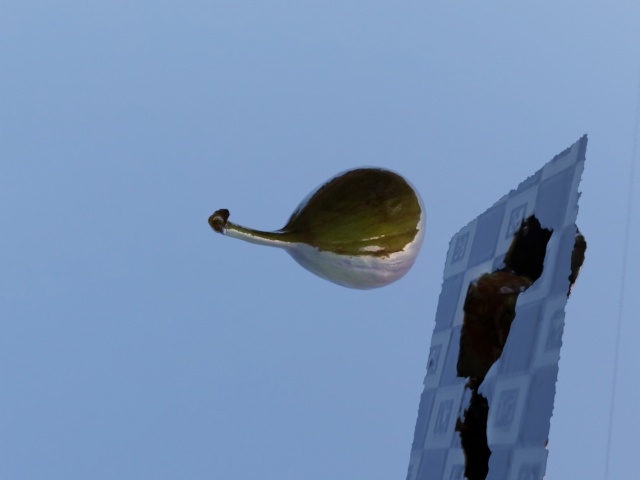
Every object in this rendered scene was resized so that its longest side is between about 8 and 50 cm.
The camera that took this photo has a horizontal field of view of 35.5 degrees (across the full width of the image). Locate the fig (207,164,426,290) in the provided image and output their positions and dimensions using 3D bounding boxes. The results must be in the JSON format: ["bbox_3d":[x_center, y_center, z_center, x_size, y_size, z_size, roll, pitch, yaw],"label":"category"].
[{"bbox_3d":[0.000,0.000,1.162,0.259,0.151,0.151,-15,-127,-31],"label":"fig"}]

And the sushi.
[{"bbox_3d":[0.087,0.067,0.460,0.031,0.139,0.201,20,-116,-13],"label":"sushi"}]
